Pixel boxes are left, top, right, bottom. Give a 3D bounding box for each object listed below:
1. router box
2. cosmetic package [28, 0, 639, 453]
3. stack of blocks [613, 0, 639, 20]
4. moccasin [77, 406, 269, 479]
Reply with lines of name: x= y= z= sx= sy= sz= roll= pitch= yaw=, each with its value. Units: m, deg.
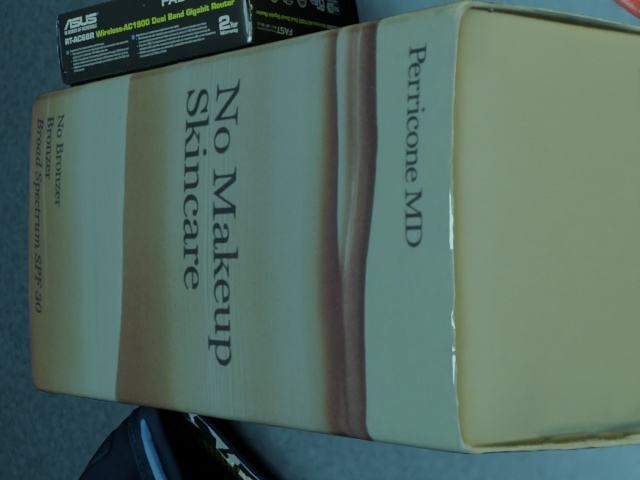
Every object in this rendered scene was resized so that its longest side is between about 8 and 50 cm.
router box: x=-0.056 y=-0.101 z=0.670 sx=0.122 sy=0.092 sz=0.038 roll=-7 pitch=87 yaw=34
cosmetic package: x=0.000 y=0.000 z=0.564 sx=0.296 sy=0.129 sz=0.153 roll=-4 pitch=85 yaw=51
stack of blocks: x=0.155 y=-0.244 z=0.477 sx=0.171 sy=0.087 sz=0.297 roll=44 pitch=116 yaw=23
moccasin: x=-0.004 y=0.190 z=0.616 sx=0.342 sy=0.138 sz=0.116 roll=32 pitch=104 yaw=28
